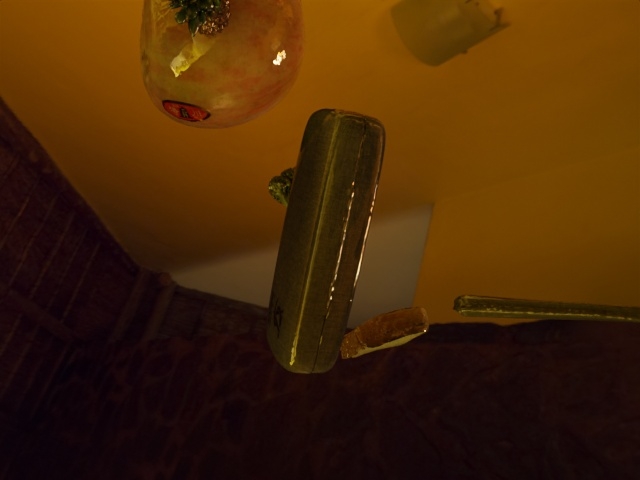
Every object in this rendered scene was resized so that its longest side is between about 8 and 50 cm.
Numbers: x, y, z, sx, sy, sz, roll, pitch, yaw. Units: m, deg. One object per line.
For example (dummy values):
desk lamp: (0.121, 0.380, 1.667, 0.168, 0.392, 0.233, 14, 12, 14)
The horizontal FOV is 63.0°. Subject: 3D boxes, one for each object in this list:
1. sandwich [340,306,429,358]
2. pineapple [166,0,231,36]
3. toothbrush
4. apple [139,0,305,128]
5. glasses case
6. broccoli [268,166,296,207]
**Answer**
sandwich: (0.177, 0.262, 1.488, 0.227, 0.251, 0.087, -10, -107, -14)
pineapple: (-0.193, -0.379, 0.849, 0.083, 0.221, 0.103, 32, -83, -11)
toothbrush: (0.281, 0.069, 0.510, 0.030, 0.298, 0.030, 26, -115, -66)
apple: (-0.219, -0.447, 1.161, 0.347, 0.391, 0.390, -7, -95, -20)
glasses case: (0.000, 0.000, 0.651, 0.074, 0.131, 0.322, 8, -80, -20)
broccoli: (-0.059, -0.128, 1.347, 0.162, 0.146, 0.137, 35, -142, -41)
